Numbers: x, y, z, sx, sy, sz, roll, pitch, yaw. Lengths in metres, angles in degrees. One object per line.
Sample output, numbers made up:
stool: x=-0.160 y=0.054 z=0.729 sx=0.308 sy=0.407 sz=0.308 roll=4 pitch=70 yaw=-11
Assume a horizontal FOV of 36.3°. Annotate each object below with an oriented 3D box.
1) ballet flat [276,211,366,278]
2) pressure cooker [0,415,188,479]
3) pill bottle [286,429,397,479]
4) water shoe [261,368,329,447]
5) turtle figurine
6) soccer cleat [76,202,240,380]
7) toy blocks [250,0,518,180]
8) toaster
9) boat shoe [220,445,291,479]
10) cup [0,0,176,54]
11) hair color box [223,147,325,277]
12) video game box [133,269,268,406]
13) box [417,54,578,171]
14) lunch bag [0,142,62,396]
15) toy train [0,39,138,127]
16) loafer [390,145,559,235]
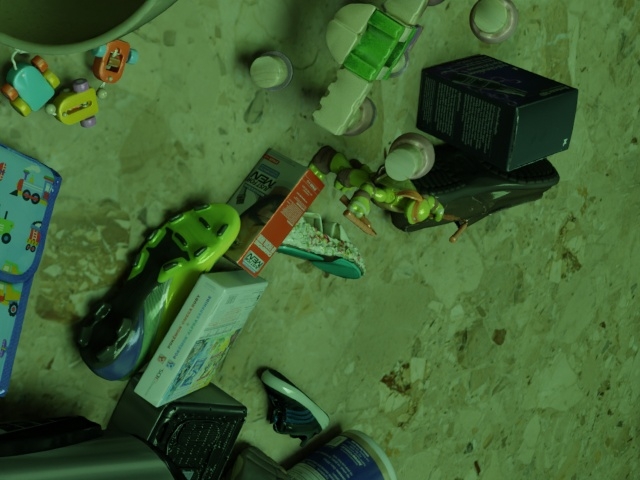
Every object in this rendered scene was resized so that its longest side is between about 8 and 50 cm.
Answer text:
ballet flat: x=0.000 y=0.000 z=1.509 sx=0.241 sy=0.091 sz=0.077 roll=24 pitch=70 yaw=-53
pressure cooker: x=-0.380 y=0.409 z=1.142 sx=0.420 sy=0.375 sz=0.370 roll=8 pitch=110 yaw=-48
pill bottle: x=-0.005 y=0.462 z=1.719 sx=0.264 sy=0.153 sz=0.153 roll=-29 pitch=131 yaw=-30
water shoe: x=-0.051 y=0.288 z=1.630 sx=0.080 sy=0.073 sz=0.203 roll=-49 pitch=138 yaw=-8
turtle figurine: x=0.083 y=-0.075 z=1.437 sx=0.269 sy=0.217 sz=0.087 roll=-1 pitch=114 yaw=-44
soccer cleat: x=-0.212 y=0.069 z=1.334 sx=0.289 sy=0.093 sz=0.121 roll=-50 pitch=150 yaw=-9
toy blocks: x=0.083 y=-0.278 z=1.360 sx=0.289 sy=0.308 sz=0.260 roll=-59 pitch=175 yaw=16
toaster: x=-0.223 y=0.295 z=1.432 sx=0.185 sy=0.110 sz=0.168 roll=15 pitch=102 yaw=-49
boat shoe: x=-0.132 y=0.450 z=1.497 sx=0.130 sy=0.132 sz=0.355 roll=-48 pitch=180 yaw=14
cup: x=-0.206 y=-0.362 z=0.943 sx=0.237 sy=0.331 sz=0.331 roll=-38 pitch=142 yaw=-61
hair color box: x=-0.082 y=-0.041 z=1.388 sx=0.167 sy=0.093 sz=0.053 roll=-54 pitch=138 yaw=-7
video game box: x=-0.162 y=0.131 z=1.369 sx=0.187 sy=0.048 sz=0.205 roll=-61 pitch=169 yaw=6
box: x=0.281 y=-0.209 z=1.565 sx=0.153 sy=0.207 sz=0.108 roll=-21 pitch=126 yaw=-36
lunch bag: x=-0.421 y=-0.001 z=1.070 sx=0.221 sy=0.138 sz=0.293 roll=25 pitch=82 yaw=-50
toy train: x=-0.295 y=-0.197 z=1.121 sx=0.166 sy=0.046 sz=0.125 roll=-1 pitch=112 yaw=-48
loafer: x=0.255 y=-0.095 z=1.692 sx=0.365 sy=0.134 sz=0.130 roll=-8 pitch=142 yaw=-31
